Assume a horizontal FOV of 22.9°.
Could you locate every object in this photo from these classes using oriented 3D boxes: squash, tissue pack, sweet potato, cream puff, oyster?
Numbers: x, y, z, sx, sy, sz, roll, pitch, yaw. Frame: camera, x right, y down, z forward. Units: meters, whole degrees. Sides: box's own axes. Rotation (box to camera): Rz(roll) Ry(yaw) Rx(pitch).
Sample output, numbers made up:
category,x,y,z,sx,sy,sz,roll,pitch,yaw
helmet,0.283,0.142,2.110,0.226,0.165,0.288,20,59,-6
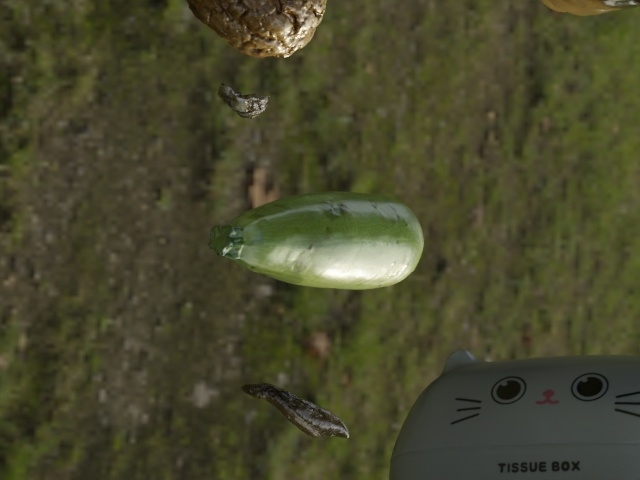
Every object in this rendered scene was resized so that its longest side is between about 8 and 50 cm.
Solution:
category,x,y,z,sx,sy,sz,roll,pitch,yaw
squash,0.006,-0.003,1.792,0.370,0.118,0.118,5,87,-58
tissue pack,0.241,0.229,1.497,0.229,0.333,0.236,49,42,-56
sweet potato,-0.024,0.206,1.885,0.153,0.041,0.038,29,57,-24
cream puff,-0.055,-0.330,1.843,0.169,0.183,0.183,-52,180,39
oyster,-0.085,-0.153,1.741,0.034,0.051,0.093,-68,162,7

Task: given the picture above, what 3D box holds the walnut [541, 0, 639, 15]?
category,x,y,z,sx,sy,sz,roll,pitch,yaw
walnut,0.246,-0.363,1.414,0.296,0.285,0.285,34,55,-22
